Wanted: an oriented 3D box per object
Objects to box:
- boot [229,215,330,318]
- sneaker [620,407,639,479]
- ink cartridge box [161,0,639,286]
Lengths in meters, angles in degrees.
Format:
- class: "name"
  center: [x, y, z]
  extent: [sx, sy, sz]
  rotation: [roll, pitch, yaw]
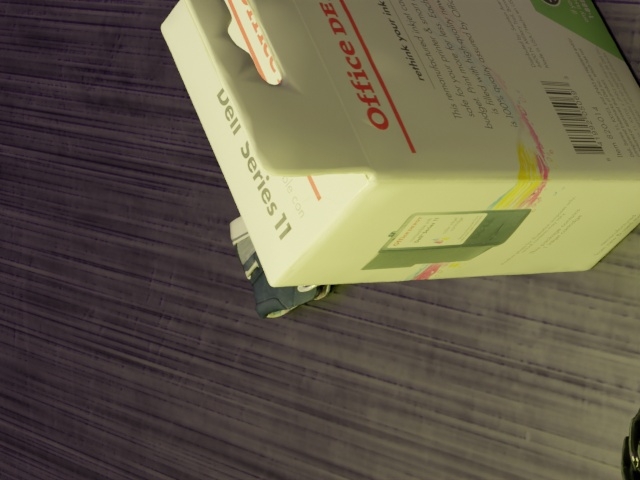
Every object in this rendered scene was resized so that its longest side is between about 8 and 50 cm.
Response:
- class: "boot"
  center: [0.000, 0.000, 1.440]
  extent: [0.190, 0.069, 0.086]
  rotation: [-29, 76, 55]
- class: "sneaker"
  center: [0.213, 0.185, 1.072]
  extent: [0.296, 0.147, 0.104]
  rotation: [-61, 29, 13]
- class: "ink cartridge box"
  center: [0.041, -0.087, 1.156]
  extent: [0.119, 0.353, 0.207]
  rotation: [-46, 57, 40]
